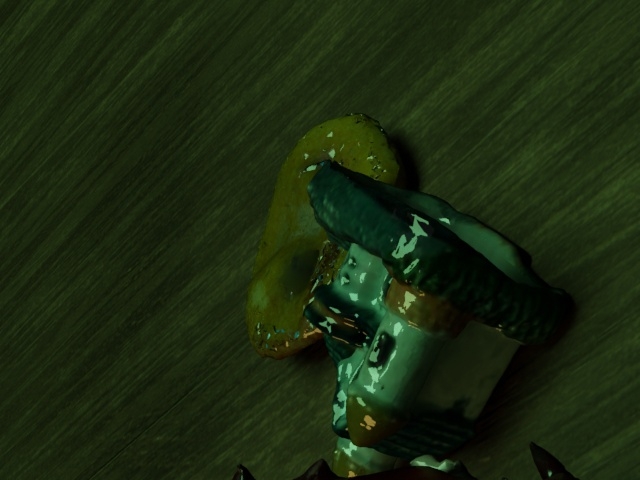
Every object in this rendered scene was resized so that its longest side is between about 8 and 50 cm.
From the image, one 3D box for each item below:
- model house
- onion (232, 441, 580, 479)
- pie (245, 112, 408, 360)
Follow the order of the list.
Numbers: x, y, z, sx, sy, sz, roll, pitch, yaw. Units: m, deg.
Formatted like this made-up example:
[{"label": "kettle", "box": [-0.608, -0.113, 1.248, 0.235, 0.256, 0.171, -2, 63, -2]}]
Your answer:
[{"label": "model house", "box": [0.057, 0.102, 1.625, 0.253, 0.184, 0.291, 37, 107, 58]}, {"label": "onion", "box": [0.063, 0.299, 1.336, 0.341, 0.341, 0.341, -41, 37, 41]}, {"label": "pie", "box": [0.001, 0.000, 1.906, 0.273, 0.069, 0.273, -41, 39, 43]}]
